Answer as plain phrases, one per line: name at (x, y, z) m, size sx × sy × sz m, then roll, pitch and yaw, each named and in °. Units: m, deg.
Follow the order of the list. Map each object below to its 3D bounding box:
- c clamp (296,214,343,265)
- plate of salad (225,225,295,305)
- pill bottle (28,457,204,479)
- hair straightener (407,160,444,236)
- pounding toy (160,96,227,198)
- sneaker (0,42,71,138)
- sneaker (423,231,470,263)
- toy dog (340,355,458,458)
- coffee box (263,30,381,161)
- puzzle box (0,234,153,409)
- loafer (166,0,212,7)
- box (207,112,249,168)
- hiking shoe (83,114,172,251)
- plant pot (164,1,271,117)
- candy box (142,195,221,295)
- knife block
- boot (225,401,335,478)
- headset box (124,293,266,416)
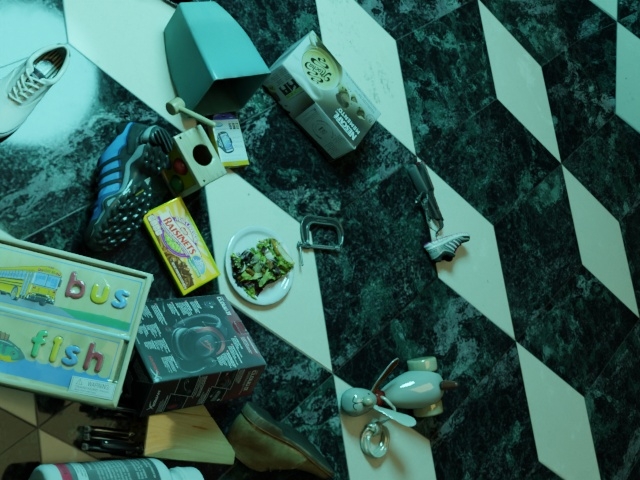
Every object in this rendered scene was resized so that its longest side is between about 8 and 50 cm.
c clamp at (0.000, 0.000, 2.018) m, size 0.161 × 0.022 × 0.137 m, roll -1°, pitch 73°, yaw -37°
plate of salad at (-0.140, 0.058, 1.873) m, size 0.200 × 0.048 × 0.199 m, roll 11°, pitch 72°, yaw -36°
pill bottle at (-0.387, 0.511, 1.473) m, size 0.319 × 0.176 × 0.176 m, roll 8°, pitch 73°, yaw -36°
hair straightener at (0.305, -0.117, 2.278) m, size 0.089 × 0.047 × 0.230 m, roll -22°, pitch 96°, yaw -39°
pounding toy at (-0.309, -0.214, 1.728) m, size 0.094 × 0.181 × 0.206 m, roll -34°, pitch 99°, yaw -38°
sneaker at (-0.610, -0.320, 1.580) m, size 0.094 × 0.091 × 0.258 m, roll 39°, pitch 57°, yaw -24°
sneaker at (0.383, 0.024, 2.282) m, size 0.170 × 0.063 × 0.074 m, roll -17°, pitch 88°, yaw -35°
toy dog at (0.227, 0.401, 1.992) m, size 0.334 × 0.161 × 0.220 m, roll -31°, pitch 97°, yaw -39°
coffee box at (0.002, -0.383, 2.057) m, size 0.297 × 0.119 × 0.168 m, roll 48°, pitch 53°, yaw -17°
puzzle box at (-0.546, 0.141, 1.438) m, size 0.409 × 0.052 × 0.272 m, roll 15°, pitch 67°, yaw -11°
loafer at (-0.386, -0.629, 1.835) m, size 0.303 × 0.109 × 0.095 m, roll 17°, pitch 72°, yaw -37°
box at (-0.231, -0.246, 1.899) m, size 0.081 × 0.028 × 0.136 m, roll -10°, pitch 81°, yaw -39°
hiking shoe at (-0.436, -0.118, 1.665) m, size 0.304 × 0.132 × 0.113 m, roll -64°, pitch 152°, yaw -11°
plant pot at (-0.267, -0.445, 1.838) m, size 0.165 × 0.166 × 0.234 m, roll -18°, pitch 77°, yaw -40°
candy box at (-0.318, 0.012, 1.747) m, size 0.105 × 0.027 × 0.206 m, roll -31°, pitch 98°, yaw -28°
knife block at (-0.342, 0.420, 1.591) m, size 0.242 × 0.088 × 0.275 m, roll -39°, pitch 103°, yaw -37°
boot at (-0.094, 0.492, 1.781) m, size 0.305 × 0.112 × 0.115 m, roll 39°, pitch 87°, yaw -28°
headset box at (-0.272, 0.232, 1.617) m, size 0.293 × 0.110 × 0.218 m, roll -4°, pitch 43°, yaw -39°
